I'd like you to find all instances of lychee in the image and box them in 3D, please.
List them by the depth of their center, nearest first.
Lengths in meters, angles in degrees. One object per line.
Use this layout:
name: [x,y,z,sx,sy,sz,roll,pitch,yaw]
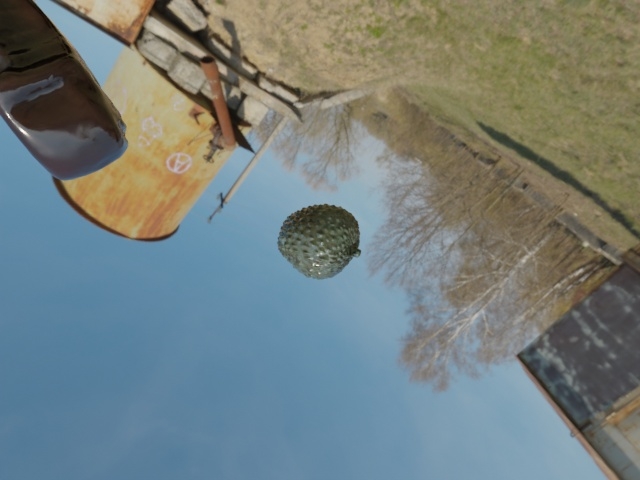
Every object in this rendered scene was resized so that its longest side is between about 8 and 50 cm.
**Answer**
lychee: [0.000,0.000,1.330,0.274,0.256,0.255,21,-168,21]

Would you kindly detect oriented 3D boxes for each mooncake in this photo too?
mooncake: [-0.502,-0.284,0.744,0.326,0.174,0.334,38,155,43]
